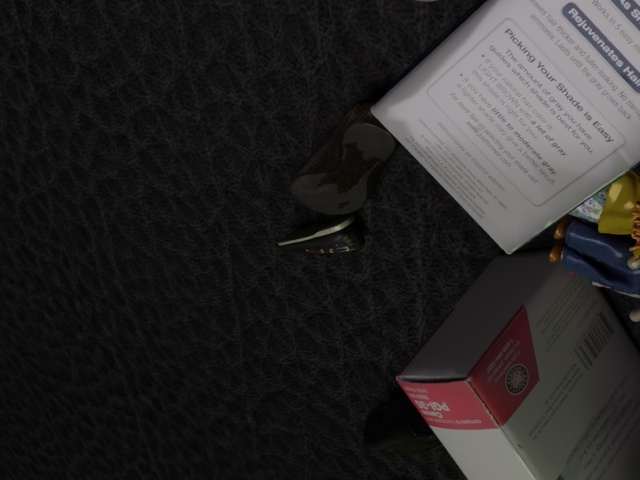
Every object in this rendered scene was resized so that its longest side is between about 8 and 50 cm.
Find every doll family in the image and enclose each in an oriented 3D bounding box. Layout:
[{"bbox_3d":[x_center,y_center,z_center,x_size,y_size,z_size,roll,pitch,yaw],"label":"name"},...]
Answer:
[{"bbox_3d":[0.288,0.005,1.173,0.163,0.118,0.263,23,143,29],"label":"doll family"}]

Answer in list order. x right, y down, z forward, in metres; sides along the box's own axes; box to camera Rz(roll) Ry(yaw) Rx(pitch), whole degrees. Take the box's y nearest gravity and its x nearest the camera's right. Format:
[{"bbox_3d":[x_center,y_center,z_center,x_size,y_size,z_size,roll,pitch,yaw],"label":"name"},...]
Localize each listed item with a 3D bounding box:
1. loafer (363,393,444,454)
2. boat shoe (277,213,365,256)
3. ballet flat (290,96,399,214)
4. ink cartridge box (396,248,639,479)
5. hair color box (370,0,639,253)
[{"bbox_3d":[0.142,0.227,1.659,0.078,0.080,0.220,19,157,-27],"label":"loafer"},{"bbox_3d":[-0.001,0.001,1.554,0.133,0.049,0.042,-12,112,48],"label":"boat shoe"},{"bbox_3d":[0.031,-0.093,1.412,0.084,0.058,0.250,22,155,-8],"label":"ballet flat"},{"bbox_3d":[0.239,0.180,1.351,0.117,0.207,0.283,-8,122,53],"label":"ink cartridge box"},{"bbox_3d":[0.216,-0.154,0.997,0.174,0.105,0.347,46,133,-5],"label":"hair color box"}]
